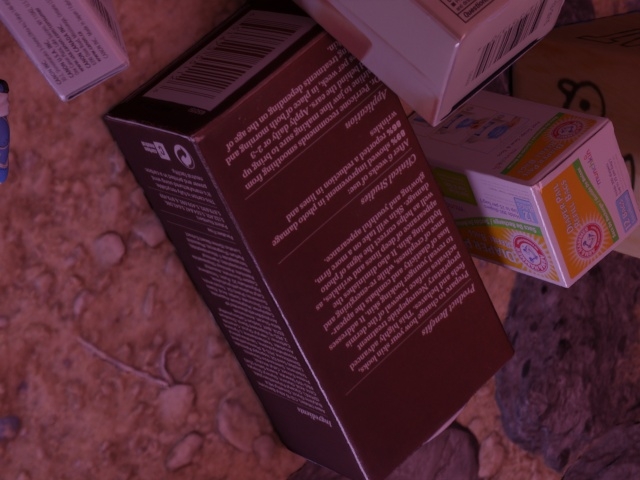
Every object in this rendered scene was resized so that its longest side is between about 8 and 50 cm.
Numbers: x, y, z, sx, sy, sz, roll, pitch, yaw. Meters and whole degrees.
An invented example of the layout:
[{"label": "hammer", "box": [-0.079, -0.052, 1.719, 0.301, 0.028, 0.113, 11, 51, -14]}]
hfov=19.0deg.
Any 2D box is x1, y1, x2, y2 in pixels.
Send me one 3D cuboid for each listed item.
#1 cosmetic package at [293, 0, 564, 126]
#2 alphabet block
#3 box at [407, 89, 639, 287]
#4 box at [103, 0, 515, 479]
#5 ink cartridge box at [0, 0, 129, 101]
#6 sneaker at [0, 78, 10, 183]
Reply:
[{"label": "cosmetic package", "box": [0.038, -0.249, 1.455, 0.153, 0.296, 0.129, -39, 164, -23]}, {"label": "alphabet block", "box": [0.312, -0.102, 1.778, 0.193, 0.197, 0.192, -17, 111, -34]}, {"label": "box", "box": [0.165, -0.051, 1.671, 0.103, 0.203, 0.114, -39, 123, -24]}, {"label": "box", "box": [0.000, 0.000, 1.600, 0.191, 0.143, 0.381, -41, 122, -24]}, {"label": "ink cartridge box", "box": [-0.234, -0.264, 1.296, 0.060, 0.239, 0.275, -28, 132, 6]}, {"label": "sneaker", "box": [-0.310, -0.054, 1.376, 0.211, 0.080, 0.081, -21, 113, -32]}]
